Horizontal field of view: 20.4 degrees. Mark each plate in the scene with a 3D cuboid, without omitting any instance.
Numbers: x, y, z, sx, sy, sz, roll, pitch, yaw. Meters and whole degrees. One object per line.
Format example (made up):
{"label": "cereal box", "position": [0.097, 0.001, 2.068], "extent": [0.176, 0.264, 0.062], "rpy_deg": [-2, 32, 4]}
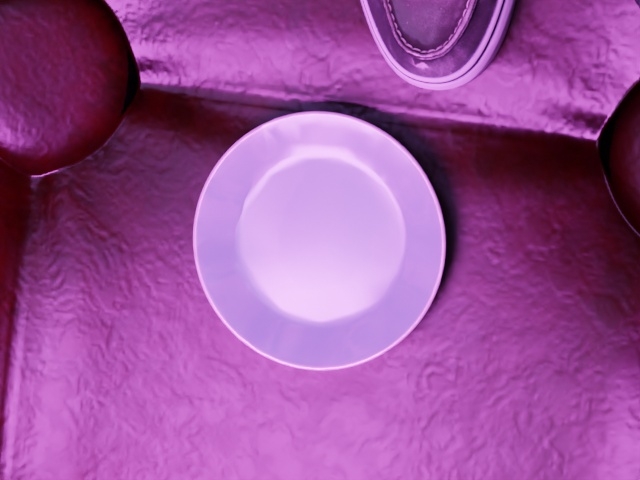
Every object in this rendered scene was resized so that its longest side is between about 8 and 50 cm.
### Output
{"label": "plate", "position": [0.000, 0.000, 1.289], "extent": [0.188, 0.024, 0.188], "rpy_deg": [1, 96, 15]}

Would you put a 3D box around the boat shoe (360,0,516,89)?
{"label": "boat shoe", "position": [0.072, -0.264, 1.191], "extent": [0.121, 0.119, 0.335], "rpy_deg": [2, 102, 12]}

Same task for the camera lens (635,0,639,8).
{"label": "camera lens", "position": [0.341, -0.181, 1.087], "extent": [0.274, 0.219, 0.219], "rpy_deg": [-37, 86, 14]}
